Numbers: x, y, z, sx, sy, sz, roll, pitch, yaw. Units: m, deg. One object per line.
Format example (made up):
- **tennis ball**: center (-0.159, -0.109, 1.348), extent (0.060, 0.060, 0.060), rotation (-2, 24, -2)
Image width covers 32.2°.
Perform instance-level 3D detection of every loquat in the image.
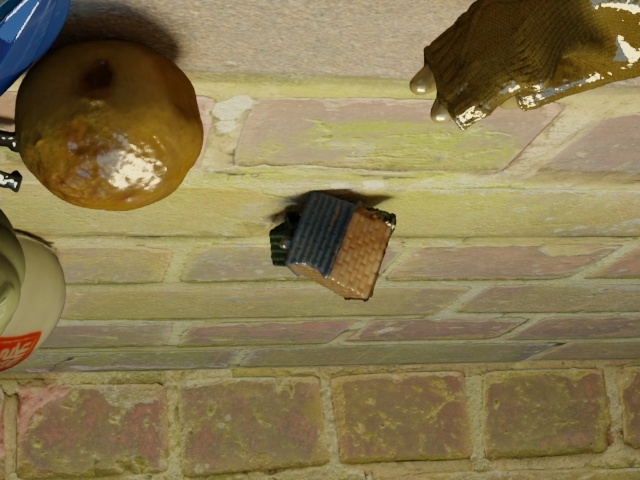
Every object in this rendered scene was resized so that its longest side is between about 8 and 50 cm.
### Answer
- **loquat**: center (-0.252, -0.135, 1.326), extent (0.238, 0.193, 0.238), rotation (-10, 165, -3)

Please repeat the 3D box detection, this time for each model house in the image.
- **model house**: center (0.000, 0.000, 1.926), extent (0.172, 0.166, 0.183), rotation (24, 167, -28)

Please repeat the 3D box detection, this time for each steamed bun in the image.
- **steamed bun**: center (-0.657, 0.126, 2.027), extent (0.374, 0.241, 0.374), rotation (-1, 161, 0)

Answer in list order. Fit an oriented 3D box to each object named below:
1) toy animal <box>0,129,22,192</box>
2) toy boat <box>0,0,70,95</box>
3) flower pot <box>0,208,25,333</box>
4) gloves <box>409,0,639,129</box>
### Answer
- **toy animal**: center (-0.552, -0.082, 1.591), extent (0.343, 0.106, 0.168), rotation (-15, 161, 43)
- **toy boat**: center (-0.342, -0.222, 1.184), extent (0.295, 0.088, 0.129), rotation (-27, -168, 48)
- **flower pot**: center (-0.500, -0.007, 1.305), extent (0.307, 0.307, 0.244), rotation (1, 136, -17)
- **gloves**: center (0.260, -0.231, 1.185), extent (0.356, 0.155, 0.203), rotation (-25, 165, 13)
